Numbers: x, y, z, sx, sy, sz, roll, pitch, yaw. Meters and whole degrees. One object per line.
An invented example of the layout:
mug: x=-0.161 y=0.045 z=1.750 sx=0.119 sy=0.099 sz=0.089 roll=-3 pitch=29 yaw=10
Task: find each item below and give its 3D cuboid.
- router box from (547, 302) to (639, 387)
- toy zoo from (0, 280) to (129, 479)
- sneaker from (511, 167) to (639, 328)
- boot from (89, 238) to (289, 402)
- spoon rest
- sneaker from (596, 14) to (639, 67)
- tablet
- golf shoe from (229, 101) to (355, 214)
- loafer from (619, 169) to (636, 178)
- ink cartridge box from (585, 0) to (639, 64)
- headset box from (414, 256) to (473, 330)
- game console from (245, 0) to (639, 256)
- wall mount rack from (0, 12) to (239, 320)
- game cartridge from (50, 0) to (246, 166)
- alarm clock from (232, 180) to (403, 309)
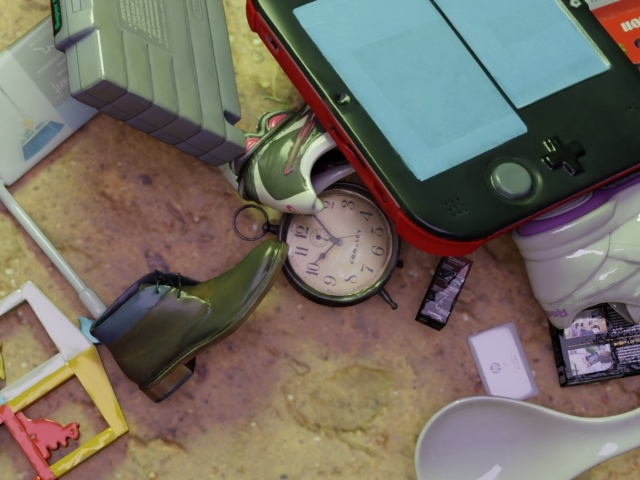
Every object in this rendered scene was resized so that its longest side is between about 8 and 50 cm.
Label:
router box: x=0.333 y=0.077 z=1.911 sx=0.179 sy=0.046 sz=0.133 roll=-8 pitch=81 yaw=-4
toy zoo: x=-0.335 y=0.176 z=1.874 sx=0.293 sy=0.030 sz=0.192 roll=-33 pitch=83 yaw=-7
sneaker: x=0.349 y=-0.005 z=1.864 sx=0.305 sy=0.114 sz=0.152 roll=-19 pitch=106 yaw=-9
boot: x=-0.135 y=0.059 z=1.844 sx=0.106 sy=0.082 sz=0.219 roll=41 pitch=98 yaw=-15
spoon rest: x=0.232 y=0.209 z=1.860 sx=0.276 sy=0.084 sz=0.137 roll=-15 pitch=98 yaw=-6
sneaker: x=0.329 y=-0.189 z=1.952 sx=0.058 sy=0.052 sz=0.135 roll=-28 pitch=83 yaw=-11
tablet: x=0.194 y=0.134 z=1.916 sx=0.054 sy=0.006 sz=0.083 roll=-19 pitch=82 yaw=-5
golf shoe: x=0.027 y=-0.132 z=1.877 sx=0.120 sy=0.105 sz=0.273 roll=28 pitch=70 yaw=36
loafer: x=0.240 y=-0.092 z=1.906 sx=0.268 sy=0.102 sz=0.092 roll=-15 pitch=63 yaw=-10
ink cartridge box: x=0.337 y=-0.286 z=1.947 sx=0.145 sy=0.045 sz=0.179 roll=-20 pitch=70 yaw=-15
headset box: x=0.132 y=0.050 z=1.898 sx=0.032 sy=0.062 sz=0.083 roll=25 pitch=80 yaw=1
game console: x=0.141 y=-0.187 z=1.837 sx=0.342 sy=0.060 sz=0.386 roll=-26 pitch=69 yaw=-23
wall mount rack: x=-0.254 y=-0.107 z=1.882 sx=0.350 sy=0.130 sz=0.304 roll=-40 pitch=115 yaw=-7
game cartridge: x=-0.186 y=-0.266 z=1.819 sx=0.068 sy=0.230 sz=0.355 roll=-28 pitch=59 yaw=32
alarm clock: x=0.000 y=0.000 z=1.900 sx=0.192 sy=0.064 sz=0.129 roll=15 pitch=81 yaw=-2
